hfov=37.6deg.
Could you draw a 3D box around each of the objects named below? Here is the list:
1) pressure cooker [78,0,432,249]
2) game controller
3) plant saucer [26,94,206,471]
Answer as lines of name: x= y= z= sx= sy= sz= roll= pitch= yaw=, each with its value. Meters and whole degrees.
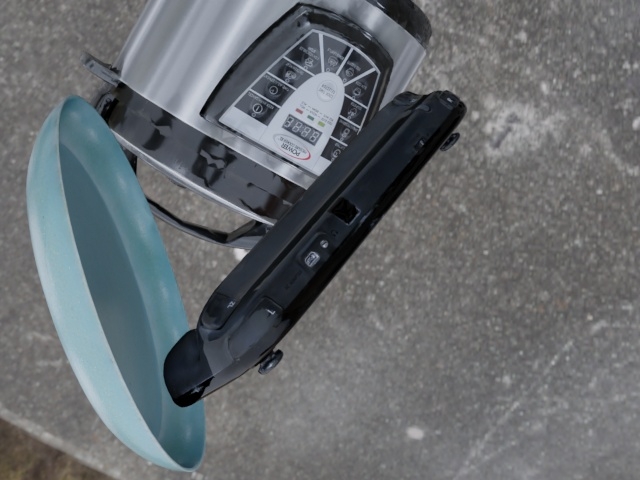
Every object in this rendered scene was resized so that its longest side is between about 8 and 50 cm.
pressure cooker: x=-0.090 y=-0.196 z=1.281 sx=0.370 sy=0.375 sz=0.420 roll=33 pitch=96 yaw=17
game controller: x=0.000 y=0.000 z=0.726 sx=0.067 sy=0.319 sz=0.166 roll=41 pitch=144 yaw=1
plant saucer: x=-0.165 y=0.039 z=0.769 sx=0.044 sy=0.317 sz=0.317 roll=-18 pitch=129 yaw=2
